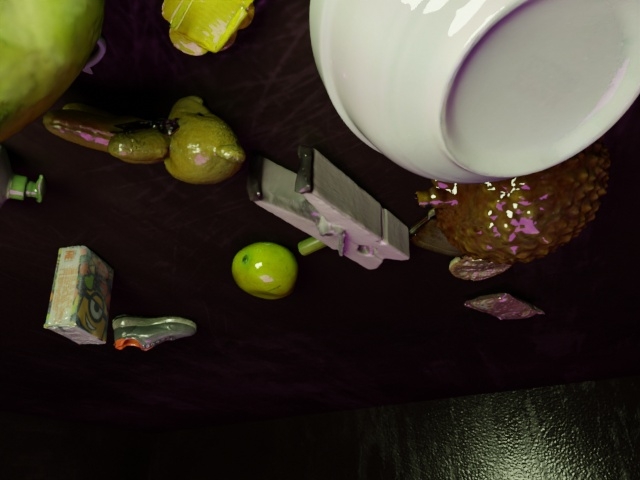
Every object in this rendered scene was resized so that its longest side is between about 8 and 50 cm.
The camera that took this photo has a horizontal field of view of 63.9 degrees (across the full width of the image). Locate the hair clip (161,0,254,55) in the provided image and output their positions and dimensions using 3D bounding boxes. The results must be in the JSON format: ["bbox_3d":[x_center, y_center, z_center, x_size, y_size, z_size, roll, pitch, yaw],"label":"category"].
[{"bbox_3d":[-0.073,-0.220,0.431,0.072,0.046,0.173,23,142,-35],"label":"hair clip"}]

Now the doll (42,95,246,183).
[{"bbox_3d":[-0.186,-0.123,0.570,0.209,0.097,0.137,13,-173,-15],"label":"doll"}]

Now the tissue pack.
[{"bbox_3d":[-0.416,0.097,0.896,0.060,0.148,0.109,-7,153,3],"label":"tissue pack"}]

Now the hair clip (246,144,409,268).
[{"bbox_3d":[0.031,-0.033,0.763,0.101,0.085,0.331,-16,152,28],"label":"hair clip"}]

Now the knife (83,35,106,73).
[{"bbox_3d":[-0.304,-0.169,0.541,0.212,0.015,0.054,-17,157,23],"label":"knife"}]

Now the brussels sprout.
[{"bbox_3d":[-0.248,-0.155,0.354,0.161,0.223,0.223,23,143,-33],"label":"brussels sprout"}]

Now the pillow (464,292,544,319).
[{"bbox_3d":[0.437,0.156,1.222,0.118,0.043,0.185,-20,146,41],"label":"pillow"}]

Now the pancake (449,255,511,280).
[{"bbox_3d":[0.321,0.044,1.012,0.139,0.022,0.139,-3,154,-1],"label":"pancake"}]

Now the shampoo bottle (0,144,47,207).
[{"bbox_3d":[-0.456,-0.082,0.611,0.234,0.087,0.118,11,147,-26],"label":"shampoo bottle"}]

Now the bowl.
[{"bbox_3d":[0.142,-0.153,0.399,0.287,0.144,0.287,-8,139,-7],"label":"bowl"}]

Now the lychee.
[{"bbox_3d":[0.226,-0.065,0.614,0.238,0.200,0.200,-10,155,-14],"label":"lychee"}]

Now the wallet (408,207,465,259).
[{"bbox_3d":[0.251,-0.048,0.819,0.137,0.031,0.255,12,147,-21],"label":"wallet"}]

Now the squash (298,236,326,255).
[{"bbox_3d":[0.000,0.000,0.886,0.083,0.027,0.027,-24,146,34],"label":"squash"}]

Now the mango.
[{"bbox_3d":[-0.100,0.061,0.924,0.117,0.089,0.163,1,153,-7],"label":"mango"}]

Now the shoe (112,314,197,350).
[{"bbox_3d":[-0.394,0.224,1.219,0.194,0.077,0.074,6,151,-17],"label":"shoe"}]
